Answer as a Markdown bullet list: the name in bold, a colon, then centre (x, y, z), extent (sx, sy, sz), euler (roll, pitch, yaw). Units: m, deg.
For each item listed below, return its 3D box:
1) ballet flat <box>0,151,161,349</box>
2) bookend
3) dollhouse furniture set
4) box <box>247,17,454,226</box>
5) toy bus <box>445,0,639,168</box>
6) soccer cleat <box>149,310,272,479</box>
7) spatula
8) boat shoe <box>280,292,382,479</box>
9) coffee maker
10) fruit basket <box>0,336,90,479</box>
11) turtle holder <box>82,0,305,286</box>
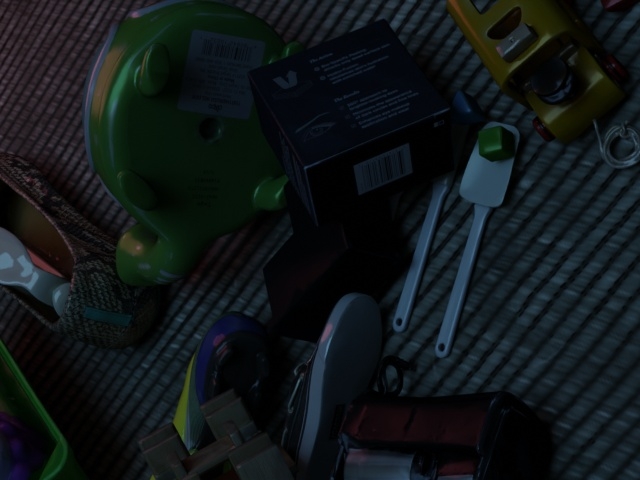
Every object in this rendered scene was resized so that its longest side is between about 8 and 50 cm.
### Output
- **ballet flat**: centre (-0.394, -0.009, 1.764), extent (0.483, 0.182, 0.164), euler (31, 103, 42)
- **bookend**: centre (0.000, 0.000, 1.477), extent (0.157, 0.072, 0.156), euler (-48, 42, 36)
- **dollhouse furniture set**: centre (-0.127, 0.292, 1.377), extent (0.161, 0.242, 0.212), euler (64, 171, -14)
- **box**: centre (0.031, -0.120, 1.397), extent (0.156, 0.093, 0.158), euler (-22, 50, -9)
- **toy bus**: centre (0.201, -0.174, 1.297), extent (0.202, 0.104, 0.191), euler (6, 82, 37)
- **soccer cleat**: centre (-0.128, 0.213, 1.555), extent (0.121, 0.093, 0.289), euler (-117, 48, -68)
- **spatula**: centre (0.110, -0.011, 1.415), extent (0.168, 0.019, 0.242), euler (19, 93, 42)
- **boat shoe**: centre (0.000, 0.154, 1.437), extent (0.070, 0.078, 0.219), euler (22, 99, 45)
- **coffee maker**: centre (0.112, 0.185, 1.301), extent (0.178, 0.120, 0.171), euler (-7, 74, 41)
- **fruit basket**: centre (-0.481, 0.219, 1.638), extent (0.283, 0.392, 0.392), euler (-42, 52, -3)
- **turtle holder**: centre (-0.145, -0.115, 1.558), extent (0.227, 0.243, 0.320), euler (34, 144, 56)
